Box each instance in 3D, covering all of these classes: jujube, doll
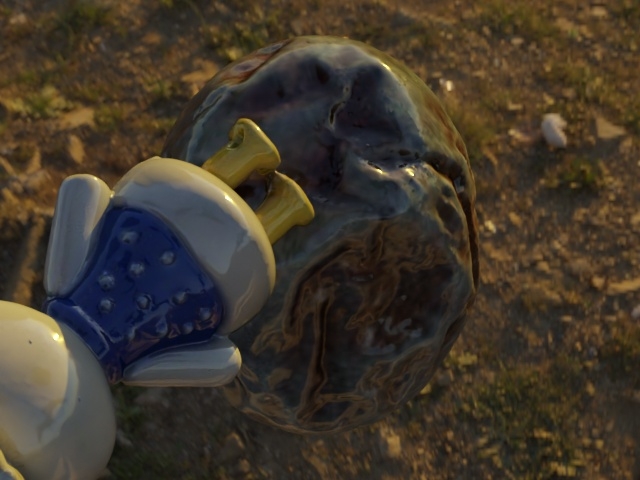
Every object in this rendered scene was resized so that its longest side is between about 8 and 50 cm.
[{"bbox_3d":[-0.005,-0.006,0.854,0.246,0.308,0.215,-4,43,-17],"label":"jujube"},{"bbox_3d":[-0.116,0.048,0.583,0.293,0.138,0.119,-46,18,-30],"label":"doll"}]
